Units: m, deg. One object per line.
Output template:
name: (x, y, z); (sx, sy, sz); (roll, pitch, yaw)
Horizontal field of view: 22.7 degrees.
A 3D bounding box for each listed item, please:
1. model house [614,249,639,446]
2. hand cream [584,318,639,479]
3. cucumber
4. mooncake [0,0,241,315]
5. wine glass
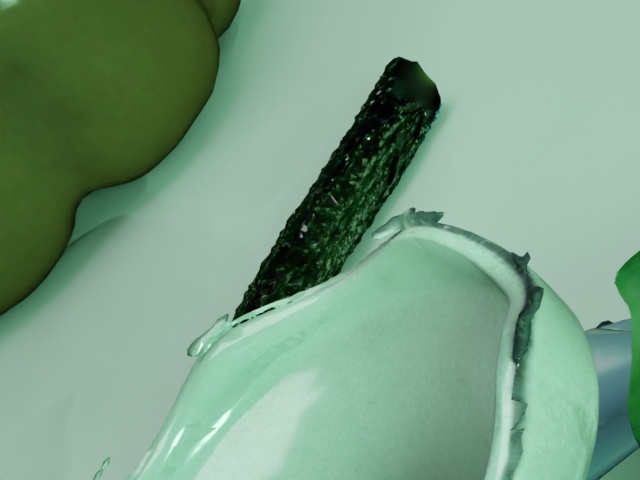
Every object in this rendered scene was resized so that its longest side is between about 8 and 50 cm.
model house: (0.186, 0.029, 0.483); (0.167, 0.088, 0.117); (-31, 27, 23)
hand cream: (0.054, 0.089, 0.565); (0.256, 0.055, 0.088); (-28, 14, -30)
cucumber: (0.000, -0.001, 0.879); (0.044, 0.043, 0.256); (-19, 34, 52)
mooncake: (-0.278, -0.146, 1.290); (0.467, 0.262, 0.467); (-33, 26, 18)
wine glass: (0.046, 0.115, 0.431); (0.165, 0.196, 0.165); (-36, 23, 18)
